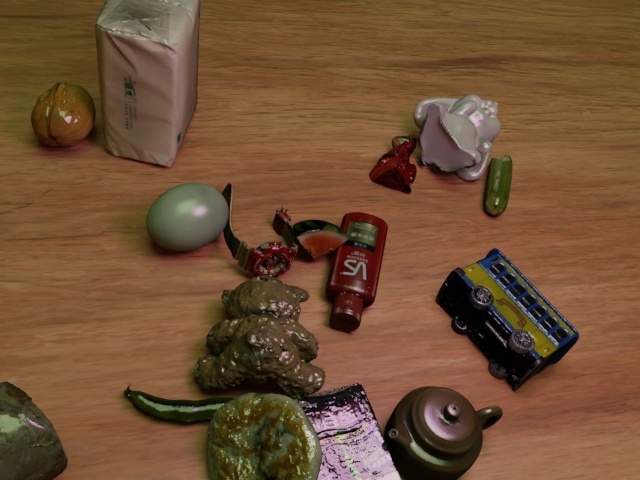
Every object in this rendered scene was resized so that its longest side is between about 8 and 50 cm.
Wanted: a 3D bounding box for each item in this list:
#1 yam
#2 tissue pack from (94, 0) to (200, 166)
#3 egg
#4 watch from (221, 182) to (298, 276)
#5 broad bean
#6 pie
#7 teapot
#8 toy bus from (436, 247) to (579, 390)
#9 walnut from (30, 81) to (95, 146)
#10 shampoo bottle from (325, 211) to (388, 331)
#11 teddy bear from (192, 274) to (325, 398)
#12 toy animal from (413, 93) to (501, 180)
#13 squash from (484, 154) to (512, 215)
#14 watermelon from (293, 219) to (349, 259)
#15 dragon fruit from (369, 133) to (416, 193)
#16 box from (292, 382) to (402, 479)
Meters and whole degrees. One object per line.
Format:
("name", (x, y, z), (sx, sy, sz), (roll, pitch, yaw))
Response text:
("yam", (-0.575, 0.368, 1.194), (0.300, 0.195, 0.195), (-31, 65, -35))
("tissue pack", (-0.409, -0.418, 1.786), (0.207, 0.380, 0.297), (10, 50, -3))
("egg", (-0.298, -0.052, 1.663), (0.192, 0.149, 0.149), (-27, 63, -32))
("watch", (-0.145, -0.030, 1.744), (0.164, 0.102, 0.268), (8, 40, -20))
("broad bean", (-0.270, 0.319, 1.435), (0.226, 0.039, 0.069), (12, 43, -7))
("pie", (-0.111, 0.392, 1.344), (0.240, 0.054, 0.241), (-8, 64, 17))
("teapot", (0.245, 0.370, 1.462), (0.267, 0.175, 0.186), (-7, 56, -23))
("toy bus", (0.423, 0.176, 1.703), (0.175, 0.138, 0.288), (-24, 61, -31))
("walnut", (-0.618, -0.304, 1.787), (0.144, 0.144, 0.180), (6, 45, -13))
("shampoo bottle", (0.081, 0.067, 1.729), (0.118, 0.076, 0.314), (17, 48, -1))
("teddy bear", (-0.120, 0.184, 1.517), (0.267, 0.156, 0.256), (3, 39, -2))
("toy animal", (0.394, -0.290, 2.071), (0.289, 0.174, 0.249), (-6, 72, -36))
("squash", (0.495, -0.160, 2.054), (0.069, 0.069, 0.239), (20, 49, 0))
("watermelon", (0.000, 0.000, 1.729), (0.135, 0.125, 0.094), (7, 93, 2))
("dragon fruit", (0.227, -0.224, 2.009), (0.122, 0.092, 0.192), (29, 49, 7))
("box", (0.038, 0.440, 1.397), (0.198, 0.084, 0.310), (-9, 55, -23))
